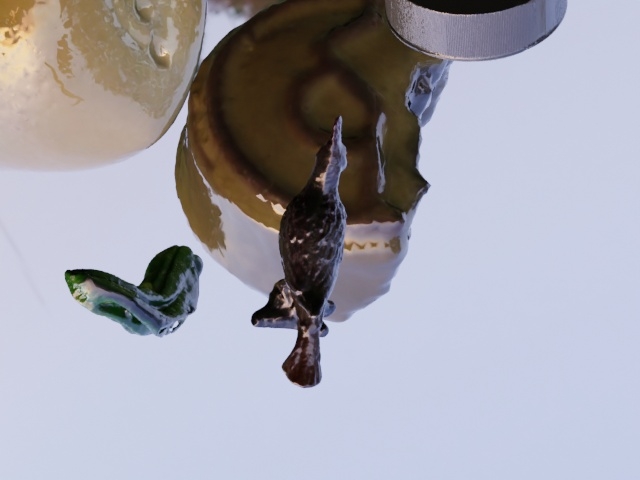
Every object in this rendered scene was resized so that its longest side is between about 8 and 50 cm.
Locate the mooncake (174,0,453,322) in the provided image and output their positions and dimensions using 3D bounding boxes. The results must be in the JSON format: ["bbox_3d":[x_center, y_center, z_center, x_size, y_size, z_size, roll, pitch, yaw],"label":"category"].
[{"bbox_3d":[0.023,-0.108,1.846,0.393,0.394,0.246,-17,151,-24],"label":"mooncake"}]

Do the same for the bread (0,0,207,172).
[{"bbox_3d":[-0.318,-0.235,1.488,0.376,0.348,0.253,10,-156,44],"label":"bread"}]

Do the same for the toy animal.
[{"bbox_3d":[-0.003,0.003,1.149,0.070,0.202,0.105,10,-171,-11],"label":"toy animal"}]

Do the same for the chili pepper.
[{"bbox_3d":[-0.144,0.046,1.230,0.050,0.073,0.182,-20,178,18],"label":"chili pepper"}]

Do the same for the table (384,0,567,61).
[{"bbox_3d":[0.112,-0.187,1.089,0.133,0.043,0.133,-4,-135,4],"label":"table"}]
